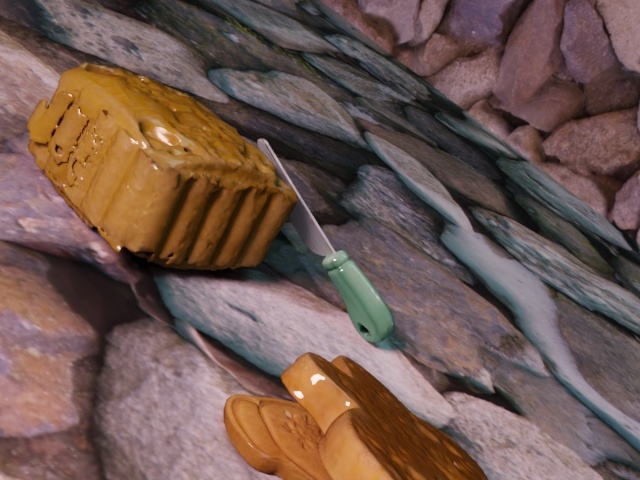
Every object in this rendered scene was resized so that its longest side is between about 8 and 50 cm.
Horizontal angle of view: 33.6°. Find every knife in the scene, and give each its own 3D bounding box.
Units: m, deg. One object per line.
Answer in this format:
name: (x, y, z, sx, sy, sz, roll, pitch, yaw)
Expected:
knife: (0.000, 0.001, 1.174, 0.260, 0.034, 0.063, 57, -21, -3)

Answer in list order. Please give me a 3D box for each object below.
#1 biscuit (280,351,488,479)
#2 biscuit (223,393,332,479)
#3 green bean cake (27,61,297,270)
biscuit: (0.079, 0.198, 0.840, 0.275, 0.052, 0.355, 39, 5, -11)
biscuit: (-0.014, 0.176, 0.897, 0.140, 0.023, 0.118, 16, 25, -42)
green bean cake: (-0.165, -0.077, 1.108, 0.229, 0.131, 0.224, 8, 29, -51)
